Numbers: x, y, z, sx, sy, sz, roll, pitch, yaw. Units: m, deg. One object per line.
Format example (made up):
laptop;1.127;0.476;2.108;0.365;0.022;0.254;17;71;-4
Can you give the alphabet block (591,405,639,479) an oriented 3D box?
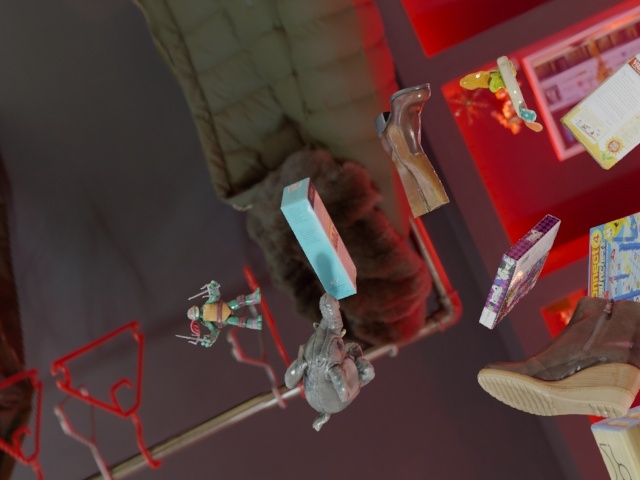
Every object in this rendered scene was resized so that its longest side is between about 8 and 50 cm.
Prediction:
alphabet block;0.863;0.551;1.987;0.193;0.197;0.192;-19;173;-7

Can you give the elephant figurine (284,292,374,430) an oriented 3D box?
elephant figurine;0.006;0.246;1.515;0.169;0.186;0.239;-26;155;2

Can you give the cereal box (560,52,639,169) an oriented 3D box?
cereal box;0.746;-0.319;1.883;0.240;0.173;0.047;-42;-178;10

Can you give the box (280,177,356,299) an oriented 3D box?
box;0.000;0.000;1.574;0.060;0.244;0.100;-21;-154;14

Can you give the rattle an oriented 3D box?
rattle;0.442;-0.339;1.862;0.142;0.200;0.130;-16;170;3

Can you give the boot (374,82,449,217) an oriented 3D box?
boot;0.234;-0.212;1.827;0.096;0.280;0.264;-15;168;-28

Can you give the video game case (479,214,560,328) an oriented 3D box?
video game case;0.470;0.072;1.784;0.232;0.042;0.210;-34;145;-41

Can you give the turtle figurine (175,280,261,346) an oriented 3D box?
turtle figurine;-0.279;0.195;2.075;0.234;0.175;0.118;-4;180;-6

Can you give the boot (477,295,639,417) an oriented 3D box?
boot;0.399;0.180;1.232;0.248;0.090;0.207;4;-133;32

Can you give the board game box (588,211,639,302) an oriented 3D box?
board game box;0.918;0.088;2.251;0.086;0.308;0.302;9;167;-12
